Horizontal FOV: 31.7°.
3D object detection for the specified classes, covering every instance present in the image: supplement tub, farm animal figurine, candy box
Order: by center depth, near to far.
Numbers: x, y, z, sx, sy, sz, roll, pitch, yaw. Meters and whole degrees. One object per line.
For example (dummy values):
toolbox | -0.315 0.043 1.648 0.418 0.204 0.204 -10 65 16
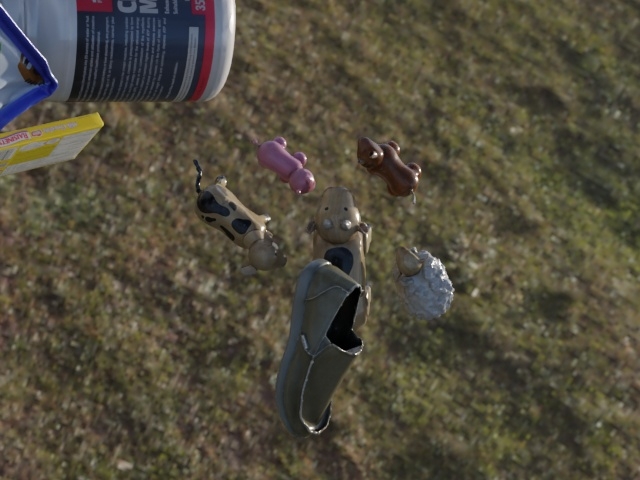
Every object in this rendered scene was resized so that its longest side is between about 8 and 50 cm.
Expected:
supplement tub | -0.254 -0.261 1.354 0.272 0.191 0.191 -3 38 -23
candy box | -0.400 -0.121 1.515 0.206 0.105 0.027 -20 82 -42
farm animal figurine | 0.000 0.000 1.640 0.330 0.326 0.172 -15 12 10

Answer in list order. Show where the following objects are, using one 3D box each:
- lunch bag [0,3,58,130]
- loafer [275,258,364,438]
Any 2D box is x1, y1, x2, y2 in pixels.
lunch bag | -0.495 -0.269 1.086 0.328 0.239 0.385 37 -14 32
loafer | 0.004 0.154 1.517 0.087 0.251 0.094 14 16 30
